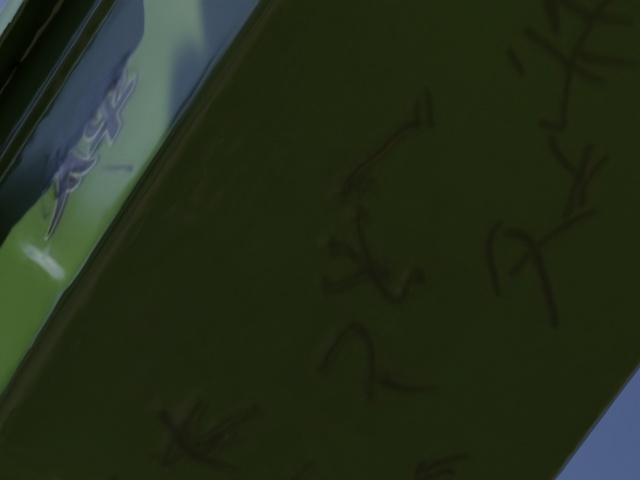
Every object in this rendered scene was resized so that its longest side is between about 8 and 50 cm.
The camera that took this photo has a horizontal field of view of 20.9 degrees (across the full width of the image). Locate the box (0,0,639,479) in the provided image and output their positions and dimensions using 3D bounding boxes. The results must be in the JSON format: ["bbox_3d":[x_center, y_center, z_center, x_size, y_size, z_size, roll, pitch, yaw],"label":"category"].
[{"bbox_3d":[0.000,0.000,0.639,0.253,0.178,0.328,27,-75,-30],"label":"box"}]
